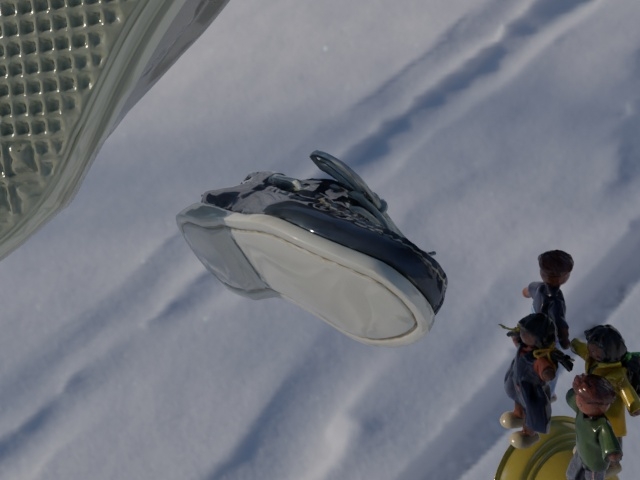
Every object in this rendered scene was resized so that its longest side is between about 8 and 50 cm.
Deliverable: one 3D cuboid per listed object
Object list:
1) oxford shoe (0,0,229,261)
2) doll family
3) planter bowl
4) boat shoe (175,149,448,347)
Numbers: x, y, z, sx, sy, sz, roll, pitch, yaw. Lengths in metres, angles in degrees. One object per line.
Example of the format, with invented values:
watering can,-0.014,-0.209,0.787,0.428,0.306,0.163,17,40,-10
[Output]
oxford shoe,-0.163,-0.127,0.736,0.449,0.169,0.130,-47,-7,21
doll family,0.160,0.083,0.762,0.076,0.111,0.193,-12,28,-19
planter bowl,0.342,0.352,1.587,0.217,0.217,0.090,-33,17,-23
boat shoe,0.000,0.000,0.692,0.079,0.095,0.254,-42,21,-18
